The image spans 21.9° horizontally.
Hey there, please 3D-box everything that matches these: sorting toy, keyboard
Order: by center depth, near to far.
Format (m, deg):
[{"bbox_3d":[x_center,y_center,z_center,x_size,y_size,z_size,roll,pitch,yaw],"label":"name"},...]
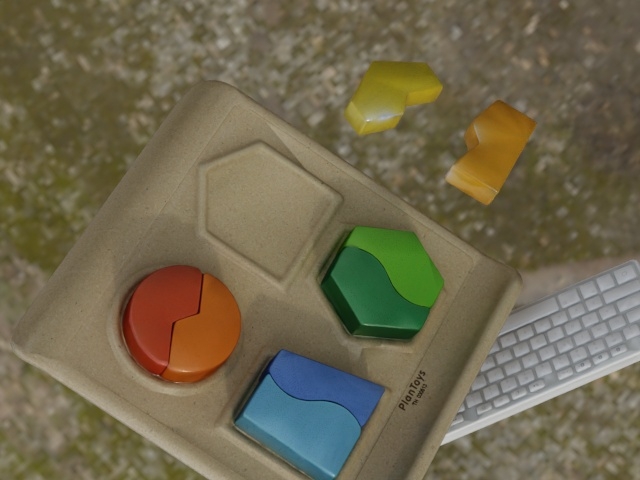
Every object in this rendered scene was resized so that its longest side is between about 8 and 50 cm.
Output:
[{"bbox_3d":[0.000,0.000,0.939,0.229,0.307,0.041,31,150,1],"label":"sorting toy"},{"bbox_3d":[0.079,0.085,0.981,0.256,0.072,0.014,-24,135,9],"label":"keyboard"}]
